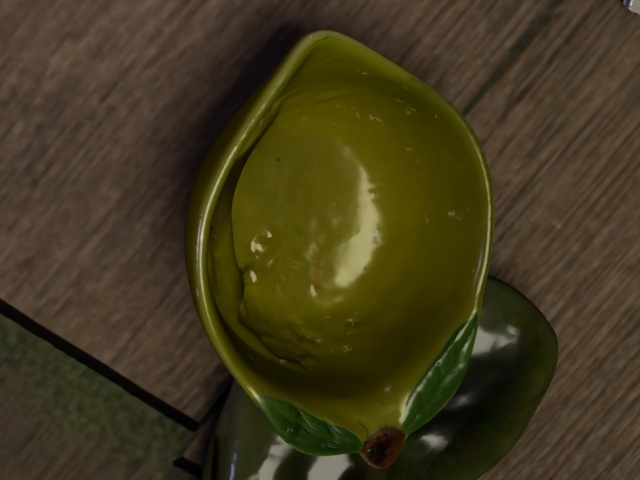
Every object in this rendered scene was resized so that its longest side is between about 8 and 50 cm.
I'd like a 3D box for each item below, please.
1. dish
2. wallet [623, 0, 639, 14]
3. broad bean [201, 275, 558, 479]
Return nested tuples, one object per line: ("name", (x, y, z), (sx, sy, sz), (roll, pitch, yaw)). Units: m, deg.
("dish", (0.000, 0.000, 0.645), (0.148, 0.080, 0.208), (-15, 112, -22))
("wallet", (0.191, -0.127, 0.697), (0.083, 0.011, 0.044), (8, 112, -24))
("broad bean", (0.025, 0.097, 0.723), (0.207, 0.072, 0.153), (-48, 123, -5))
